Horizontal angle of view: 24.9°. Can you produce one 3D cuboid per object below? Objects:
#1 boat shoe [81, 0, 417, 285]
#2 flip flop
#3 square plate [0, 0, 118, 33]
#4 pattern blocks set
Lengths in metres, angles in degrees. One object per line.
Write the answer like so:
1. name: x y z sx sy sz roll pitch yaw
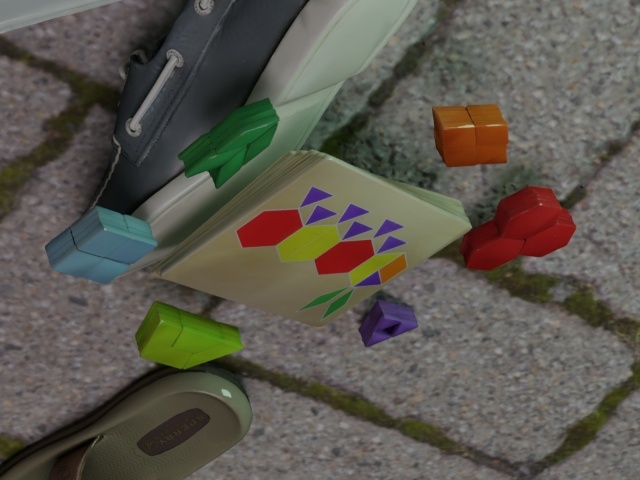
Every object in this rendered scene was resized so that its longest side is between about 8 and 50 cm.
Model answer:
1. boat shoe: -0.065 -0.088 0.872 0.116 0.099 0.319 -22 162 -49
2. flip flop: -0.162 0.195 1.095 0.277 0.080 0.112 -35 127 21
3. square plate: -0.219 -0.237 0.615 0.344 0.049 0.347 -18 125 -12
4. pattern blocks set: 0.000 0.000 0.915 0.285 0.026 0.325 -30 151 17
